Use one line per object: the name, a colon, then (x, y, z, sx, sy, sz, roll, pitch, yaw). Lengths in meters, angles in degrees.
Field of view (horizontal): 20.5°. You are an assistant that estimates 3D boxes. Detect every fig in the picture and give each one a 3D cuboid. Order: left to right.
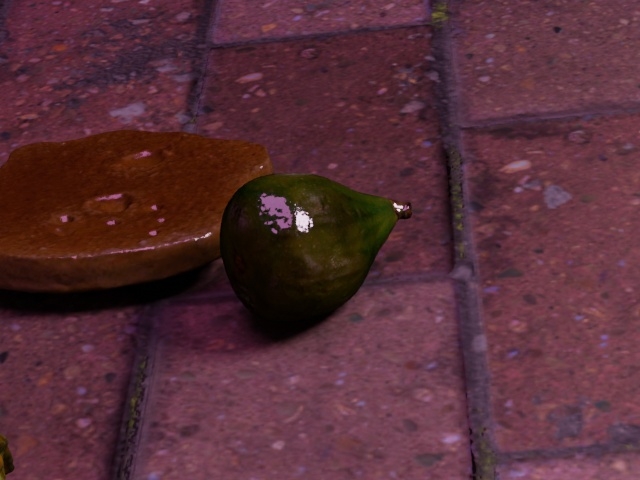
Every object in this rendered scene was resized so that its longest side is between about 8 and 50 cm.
fig: (0.000, 0.000, 1.385, 0.117, 0.117, 0.177, 18, 22, 37)

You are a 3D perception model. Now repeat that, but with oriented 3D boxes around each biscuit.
biscuit: (-0.187, -0.025, 1.519, 0.273, 0.049, 0.257, 4, 29, 17)

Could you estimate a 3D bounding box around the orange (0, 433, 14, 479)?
orange: (-0.327, 0.185, 0.977, 0.334, 0.196, 0.263, -10, 40, 35)
